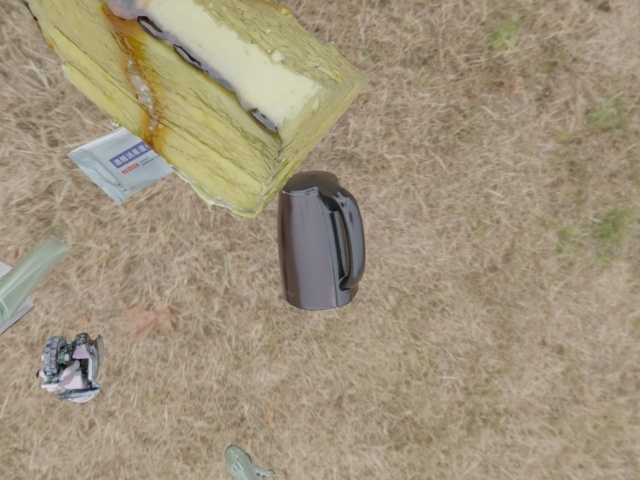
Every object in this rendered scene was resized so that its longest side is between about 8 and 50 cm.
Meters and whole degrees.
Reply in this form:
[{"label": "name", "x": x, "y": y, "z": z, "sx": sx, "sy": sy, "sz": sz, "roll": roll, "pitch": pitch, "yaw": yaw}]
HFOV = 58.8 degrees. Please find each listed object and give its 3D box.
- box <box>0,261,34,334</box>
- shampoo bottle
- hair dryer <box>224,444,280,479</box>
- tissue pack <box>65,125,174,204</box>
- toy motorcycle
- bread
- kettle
[{"label": "box", "x": -0.881, "y": 0.185, "z": 1.342, "sx": 0.173, "sy": 0.332, "sz": 0.145, "roll": 22, "pitch": 136, "yaw": 18}, {"label": "shampoo bottle", "x": -0.464, "y": 0.068, "z": 0.876, "sx": 0.072, "sy": 0.212, "sz": 0.049, "roll": -32, "pitch": 112, "yaw": 22}, {"label": "hair dryer", "x": -0.147, "y": 0.602, "z": 1.413, "sx": 0.067, "sy": 0.167, "sz": 0.199, "roll": -48, "pitch": 120, "yaw": 0}, {"label": "tissue pack", "x": -0.292, "y": -0.138, "z": 0.911, "sx": 0.193, "sy": 0.026, "sz": 0.122, "roll": -25, "pitch": 135, "yaw": 17}, {"label": "toy motorcycle", "x": -0.643, "y": 0.336, "z": 1.472, "sx": 0.143, "sy": 0.327, "sz": 0.187, "roll": -3, "pitch": 83, "yaw": -8}, {"label": "bread", "x": -0.126, "y": -0.133, "z": 0.445, "sx": 0.264, "sy": 0.236, "sz": 0.198, "roll": 37, "pitch": 105, "yaw": -2}, {"label": "kettle", "x": 0.000, "y": 0.000, "z": 0.997, "sx": 0.144, "sy": 0.202, "sz": 0.232, "roll": -22, "pitch": 121, "yaw": -25}]
